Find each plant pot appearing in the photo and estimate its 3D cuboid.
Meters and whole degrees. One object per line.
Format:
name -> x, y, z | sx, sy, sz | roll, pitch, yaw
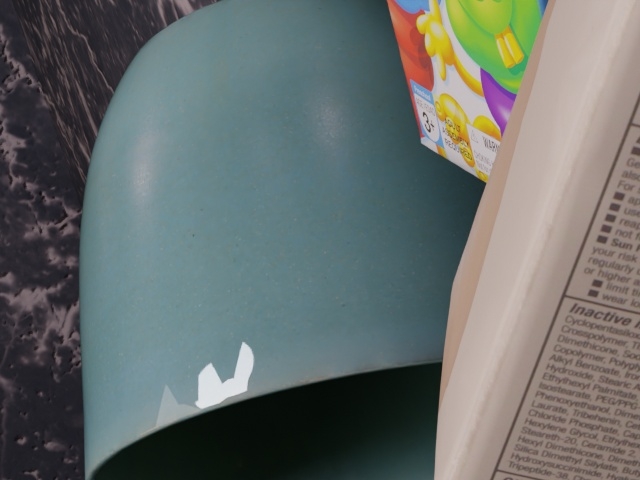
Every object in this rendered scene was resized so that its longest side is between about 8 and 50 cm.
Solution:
plant pot -> 0.000, 0.000, 1.089 | 0.293, 0.293, 0.235 | 112, 149, -69

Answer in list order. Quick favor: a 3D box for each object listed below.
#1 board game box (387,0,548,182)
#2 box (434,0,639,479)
board game box -> 0.100, -0.165, 0.754 | 0.142, 0.144, 0.275 | 38, 148, 59
box -> 0.139, -0.038, 0.612 | 0.121, 0.148, 0.311 | -81, 6, -47
